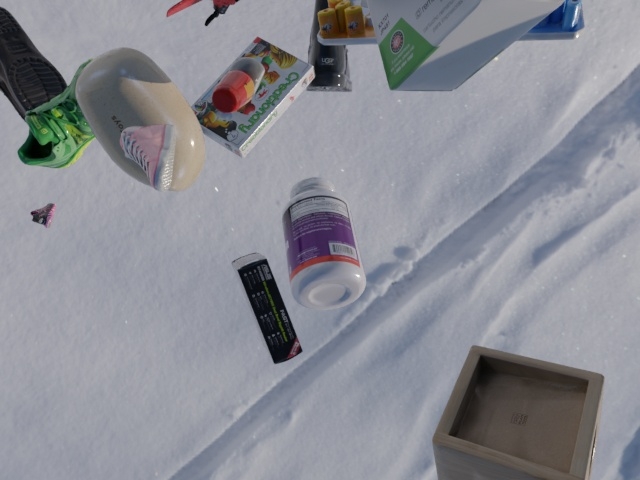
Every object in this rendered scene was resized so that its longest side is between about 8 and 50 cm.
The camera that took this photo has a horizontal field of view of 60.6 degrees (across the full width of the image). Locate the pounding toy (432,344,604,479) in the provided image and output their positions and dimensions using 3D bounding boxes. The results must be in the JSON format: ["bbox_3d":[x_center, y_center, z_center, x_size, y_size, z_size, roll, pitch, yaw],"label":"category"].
[{"bbox_3d":[0.197,0.216,0.489,0.206,0.181,0.094,-50,138,-41],"label":"pounding toy"}]

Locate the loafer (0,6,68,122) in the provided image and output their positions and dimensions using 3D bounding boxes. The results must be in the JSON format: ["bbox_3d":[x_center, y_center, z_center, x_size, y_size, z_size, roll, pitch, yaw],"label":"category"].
[{"bbox_3d":[-0.757,-0.417,1.388,0.134,0.130,0.365,-27,83,-44],"label":"loafer"}]

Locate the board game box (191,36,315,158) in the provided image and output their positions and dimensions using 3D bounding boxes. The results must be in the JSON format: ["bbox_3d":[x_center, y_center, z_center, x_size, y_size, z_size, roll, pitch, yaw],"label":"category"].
[{"bbox_3d":[-0.182,-0.377,1.427,0.305,0.193,0.053,-52,162,-15],"label":"board game box"}]

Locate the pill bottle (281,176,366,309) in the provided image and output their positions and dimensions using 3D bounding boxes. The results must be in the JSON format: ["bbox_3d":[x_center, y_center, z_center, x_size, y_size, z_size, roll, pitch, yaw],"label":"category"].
[{"bbox_3d":[0.000,0.000,1.372,0.182,0.322,0.181,-6,143,-5],"label":"pill bottle"}]

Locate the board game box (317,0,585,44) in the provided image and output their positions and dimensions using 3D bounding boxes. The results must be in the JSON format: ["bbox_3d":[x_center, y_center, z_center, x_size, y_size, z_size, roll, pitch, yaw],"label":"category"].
[{"bbox_3d":[0.222,-0.455,0.915,0.390,0.389,0.050,4,140,17],"label":"board game box"}]

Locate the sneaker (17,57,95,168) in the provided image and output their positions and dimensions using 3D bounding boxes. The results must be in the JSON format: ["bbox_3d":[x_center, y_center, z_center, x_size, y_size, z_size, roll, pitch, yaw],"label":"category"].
[{"bbox_3d":[-0.512,-0.237,1.101,0.295,0.123,0.109,-41,85,31],"label":"sneaker"}]

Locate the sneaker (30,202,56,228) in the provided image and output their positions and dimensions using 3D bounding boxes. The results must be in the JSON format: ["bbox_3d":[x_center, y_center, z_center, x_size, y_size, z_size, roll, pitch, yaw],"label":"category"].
[{"bbox_3d":[-0.755,-0.075,1.488,0.057,0.119,0.047,14,108,-24],"label":"sneaker"}]

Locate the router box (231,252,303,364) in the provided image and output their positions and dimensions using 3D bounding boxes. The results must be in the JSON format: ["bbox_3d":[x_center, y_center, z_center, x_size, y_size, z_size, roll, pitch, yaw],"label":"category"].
[{"bbox_3d":[-0.066,0.079,0.663,0.038,0.092,0.122,-22,98,-12],"label":"router box"}]

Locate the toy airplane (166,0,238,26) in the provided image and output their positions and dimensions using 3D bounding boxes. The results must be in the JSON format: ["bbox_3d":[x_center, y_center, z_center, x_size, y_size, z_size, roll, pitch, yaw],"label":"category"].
[{"bbox_3d":[-0.070,-0.246,0.484,0.028,0.151,0.151,44,90,-7],"label":"toy airplane"}]

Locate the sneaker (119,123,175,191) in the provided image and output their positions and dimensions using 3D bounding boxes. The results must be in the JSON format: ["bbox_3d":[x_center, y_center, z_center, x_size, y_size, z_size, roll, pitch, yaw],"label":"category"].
[{"bbox_3d":[-0.232,-0.111,0.726,0.070,0.134,0.051,1,132,-11],"label":"sneaker"}]

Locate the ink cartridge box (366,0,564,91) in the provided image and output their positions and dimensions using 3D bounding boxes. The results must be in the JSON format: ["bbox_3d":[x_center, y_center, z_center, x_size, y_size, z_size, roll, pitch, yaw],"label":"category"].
[{"bbox_3d":[0.108,-0.266,0.500,0.087,0.153,0.208,-8,78,-25],"label":"ink cartridge box"}]

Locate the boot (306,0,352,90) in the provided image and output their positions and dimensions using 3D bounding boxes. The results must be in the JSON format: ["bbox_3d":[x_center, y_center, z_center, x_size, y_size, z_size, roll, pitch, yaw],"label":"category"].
[{"bbox_3d":[0.034,-0.671,1.612,0.146,0.367,0.444,0,102,-2],"label":"boot"}]

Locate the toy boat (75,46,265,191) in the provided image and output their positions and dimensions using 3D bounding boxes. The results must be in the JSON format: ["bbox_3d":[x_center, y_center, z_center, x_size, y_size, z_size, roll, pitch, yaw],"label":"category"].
[{"bbox_3d":[-0.246,-0.226,0.955,0.318,0.148,0.267,-14,120,22],"label":"toy boat"}]
